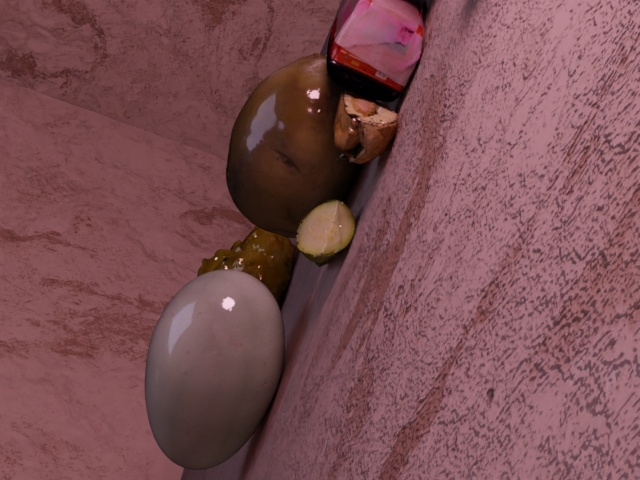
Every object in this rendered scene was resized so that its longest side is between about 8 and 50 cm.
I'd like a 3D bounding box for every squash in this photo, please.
[{"bbox_3d":[-0.003,0.000,1.953,0.200,0.075,0.090,124,138,-72],"label":"squash"}]

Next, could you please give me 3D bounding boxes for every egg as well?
[{"bbox_3d":[-0.185,0.223,2.136,0.230,0.230,0.371,-87,13,-69],"label":"egg"}]

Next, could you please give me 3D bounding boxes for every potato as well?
[{"bbox_3d":[-0.042,-0.147,2.084,0.326,0.221,0.243,123,168,-48],"label":"potato"}]

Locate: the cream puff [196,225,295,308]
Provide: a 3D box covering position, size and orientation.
[{"bbox_3d":[-0.166,0.081,2.644,0.282,0.185,0.281,-164,90,-84],"label":"cream puff"}]

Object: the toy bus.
[{"bbox_3d":[0.086,-0.315,1.939,0.302,0.127,0.147,-82,18,-69],"label":"toy bus"}]

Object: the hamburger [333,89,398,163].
[{"bbox_3d":[0.065,-0.154,1.843,0.176,0.087,0.102,-105,24,-68],"label":"hamburger"}]
